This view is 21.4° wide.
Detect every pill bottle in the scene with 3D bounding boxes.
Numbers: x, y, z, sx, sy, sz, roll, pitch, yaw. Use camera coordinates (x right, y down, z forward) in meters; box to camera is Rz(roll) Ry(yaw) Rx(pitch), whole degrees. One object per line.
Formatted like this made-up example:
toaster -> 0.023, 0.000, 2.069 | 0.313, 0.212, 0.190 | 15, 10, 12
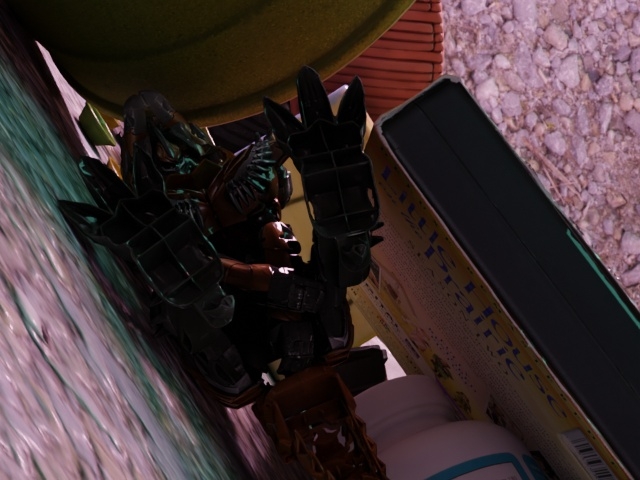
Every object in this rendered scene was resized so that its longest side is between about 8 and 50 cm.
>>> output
pill bottle -> 0.093, 0.211, 1.013 | 0.264, 0.146, 0.146 | 60, 2, 31

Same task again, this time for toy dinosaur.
toy dinosaur -> -0.029, 0.025, 0.962 | 0.322, 0.164, 0.218 | 36, -25, 23

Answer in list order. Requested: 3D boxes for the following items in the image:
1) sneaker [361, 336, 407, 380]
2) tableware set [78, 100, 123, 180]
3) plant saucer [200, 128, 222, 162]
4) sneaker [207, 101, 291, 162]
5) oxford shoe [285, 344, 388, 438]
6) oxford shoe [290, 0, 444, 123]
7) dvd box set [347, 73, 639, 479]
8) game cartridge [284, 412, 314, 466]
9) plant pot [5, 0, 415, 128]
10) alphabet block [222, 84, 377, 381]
sneaker -> 0.080, 0.189, 1.841 | 0.292, 0.118, 0.110 | 61, 0, 20
tableware set -> -0.123, -0.034, 1.206 | 0.154, 0.024, 0.104 | 59, 1, -6
plant saucer -> -0.081, -0.012, 1.300 | 0.241, 0.037, 0.241 | 156, -90, -83
sneaker -> -0.125, -0.229, 1.638 | 0.185, 0.202, 0.483 | 58, 0, 34
oxford shoe -> 0.020, 0.132, 1.307 | 0.227, 0.083, 0.096 | -27, 103, -87
oxford shoe -> 0.042, -0.140, 1.689 | 0.146, 0.140, 0.397 | -79, 180, -52
dvd box set -> 0.123, 0.078, 1.093 | 0.307, 0.062, 0.420 | 53, -9, 6
game cartridge -> -0.016, 0.147, 1.288 | 0.056, 0.017, 0.083 | 62, 1, -1
plant pot -> -0.133, -0.312, 1.028 | 0.353, 0.366, 0.366 | 40, 15, -48
alphabet block -> 0.000, 0.000, 1.517 | 0.197, 0.192, 0.193 | 58, 3, 2
